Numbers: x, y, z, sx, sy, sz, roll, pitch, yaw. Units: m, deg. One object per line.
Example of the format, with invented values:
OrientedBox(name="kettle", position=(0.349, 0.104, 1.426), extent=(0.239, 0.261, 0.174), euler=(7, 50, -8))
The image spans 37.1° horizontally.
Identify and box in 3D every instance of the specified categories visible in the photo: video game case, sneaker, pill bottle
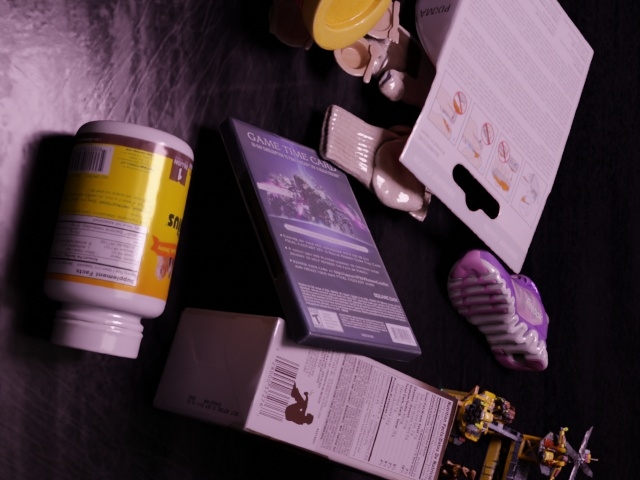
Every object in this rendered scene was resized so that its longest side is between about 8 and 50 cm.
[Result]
OrientedBox(name="video game case", position=(0.000, 0.000, 1.043), extent=(0.196, 0.026, 0.274), euler=(16, 43, -49))
OrientedBox(name="sneaker", position=(0.261, 0.082, 1.358), extent=(0.236, 0.095, 0.104), euler=(52, 52, -35))
OrientedBox(name="pill bottle", position=(-0.197, 0.001, 0.922), extent=(0.117, 0.117, 0.215), euler=(17, 80, -41))

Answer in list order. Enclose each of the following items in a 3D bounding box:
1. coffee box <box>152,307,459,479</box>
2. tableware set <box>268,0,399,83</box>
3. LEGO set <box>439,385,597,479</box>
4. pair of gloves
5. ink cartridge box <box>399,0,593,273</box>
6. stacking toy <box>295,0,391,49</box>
OrientedBox(name="coffee box", position=(-0.009, 0.179, 1.060), extent=(0.297, 0.168, 0.119), euler=(28, 72, -39))
OrientedBox(name="tableware set", position=(0.021, -0.271, 1.151), extent=(0.168, 0.020, 0.141), euler=(29, 65, -16))
OrientedBox(name="LEGO set", position=(0.246, 0.364, 1.272), extent=(0.255, 0.192, 0.331), euler=(40, 65, -35))
OrientedBox(name="pair of gloves", position=(0.101, -0.157, 1.218), extent=(0.204, 0.042, 0.240), euler=(35, 61, -34))
OrientedBox(name="ink cartridge box", position=(0.226, -0.192, 1.309), extent=(0.308, 0.091, 0.385), euler=(38, 66, -39))
OrientedBox(name="stacking toy", position=(0.083, -0.389, 1.057), extent=(0.309, 0.130, 0.279), euler=(-30, 153, -28))
